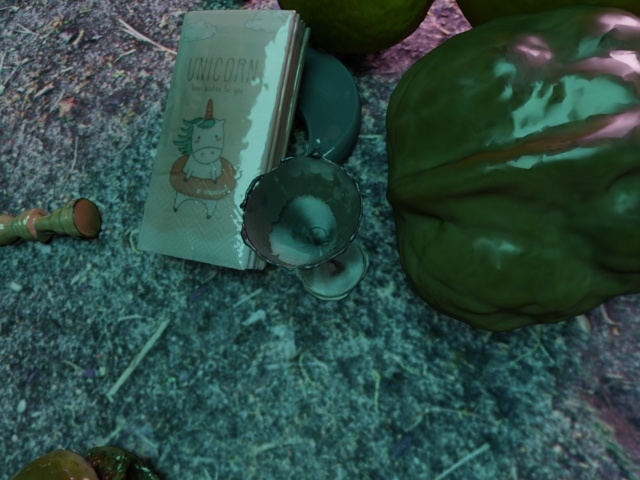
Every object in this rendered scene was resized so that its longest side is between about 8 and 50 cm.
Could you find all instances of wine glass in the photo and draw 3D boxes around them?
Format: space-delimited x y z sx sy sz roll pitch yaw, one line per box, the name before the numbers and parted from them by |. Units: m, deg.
wine glass | 0.000 0.000 0.489 0.122 0.183 0.122 -4 71 12

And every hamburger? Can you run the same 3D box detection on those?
hamburger | -0.258 0.302 0.454 0.159 0.131 0.185 10 75 19

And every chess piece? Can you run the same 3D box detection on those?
chess piece | -0.416 -0.022 0.657 0.171 0.060 0.060 -8 68 12

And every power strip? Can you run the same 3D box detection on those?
power strip | -0.039 -0.204 0.648 0.167 0.054 0.253 -39 67 -7

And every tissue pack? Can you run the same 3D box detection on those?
tissue pack | -0.126 -0.133 0.581 0.170 0.071 0.326 10 88 20

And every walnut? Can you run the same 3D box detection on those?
walnut | 0.201 -0.064 0.435 0.276 0.282 0.253 -9 28 15

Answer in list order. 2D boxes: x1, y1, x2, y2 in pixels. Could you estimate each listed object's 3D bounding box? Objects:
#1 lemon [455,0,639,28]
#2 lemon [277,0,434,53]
lemon | 0.283 -0.365 0.461 0.347 0.348 0.348 -4 68 10
lemon | 0.043 -0.363 0.612 0.260 0.204 0.204 19 74 16
